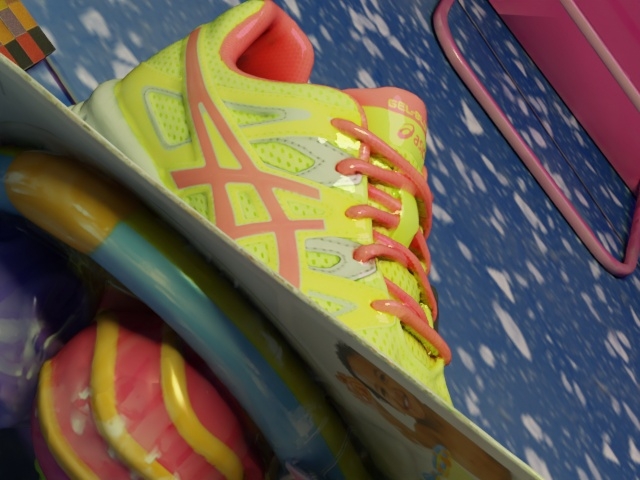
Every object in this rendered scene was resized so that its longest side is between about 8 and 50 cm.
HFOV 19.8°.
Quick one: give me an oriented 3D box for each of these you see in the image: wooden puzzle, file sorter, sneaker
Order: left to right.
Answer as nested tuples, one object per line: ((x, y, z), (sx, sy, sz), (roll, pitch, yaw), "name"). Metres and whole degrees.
((-0.108, -0.072, 0.570), (0.049, 0.006, 0.083), (53, 22, -7), "wooden puzzle")
((0.000, 0.000, 0.508), (0.208, 0.094, 0.081), (52, 4, 38), "sneaker")
((0.236, -0.142, 1.010), (0.202, 0.290, 0.182), (51, 25, -12), "file sorter")

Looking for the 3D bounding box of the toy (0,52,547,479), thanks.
((-0.029, 0.044, 0.385), (0.237, 0.056, 0.137), (34, -24, 15), "toy")

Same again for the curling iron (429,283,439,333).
((0.016, 0.063, 0.600), (0.068, 0.035, 0.274), (53, 22, -7), "curling iron")
